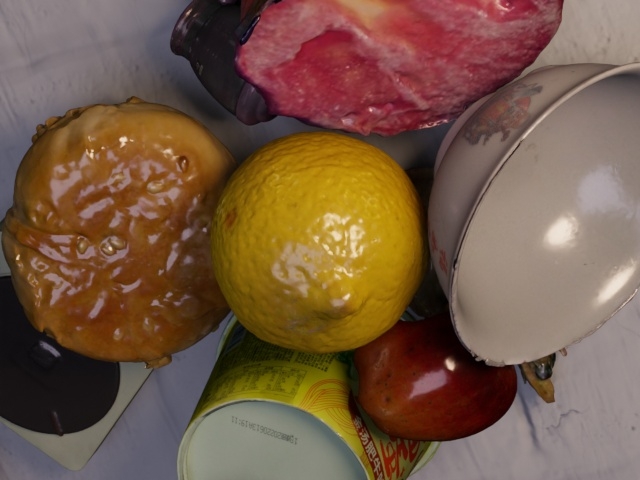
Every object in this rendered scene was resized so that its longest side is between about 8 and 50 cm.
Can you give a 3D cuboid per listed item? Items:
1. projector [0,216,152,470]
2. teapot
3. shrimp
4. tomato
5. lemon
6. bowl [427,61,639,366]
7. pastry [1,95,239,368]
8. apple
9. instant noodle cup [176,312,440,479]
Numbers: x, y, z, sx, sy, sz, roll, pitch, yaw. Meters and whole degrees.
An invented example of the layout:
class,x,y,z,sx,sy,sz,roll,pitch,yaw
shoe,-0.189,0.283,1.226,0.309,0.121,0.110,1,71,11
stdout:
class,x,y,z,sx,sy,sz,roll,pitch,yaw
projector,-0.343,0.129,1.959,0.257,0.079,0.259,36,121,-1
teapot,-0.086,-0.214,1.678,0.146,0.116,0.148,35,126,12
shrimp,0.167,0.058,1.757,0.168,0.077,0.317,-21,103,37
tomato,0.070,-0.254,1.565,0.335,0.176,0.290,-38,133,24
lemon,-0.001,0.002,1.607,0.228,0.253,0.228,2,108,7
bowl,0.216,-0.057,1.584,0.157,0.345,0.345,41,130,38
pastry,-0.216,-0.018,1.776,0.285,0.184,0.315,3,115,-5
apple,0.120,0.146,1.675,0.158,0.156,0.147,-30,59,11
instant noodle cup,-0.019,0.228,1.815,0.311,0.221,0.311,9,119,16
